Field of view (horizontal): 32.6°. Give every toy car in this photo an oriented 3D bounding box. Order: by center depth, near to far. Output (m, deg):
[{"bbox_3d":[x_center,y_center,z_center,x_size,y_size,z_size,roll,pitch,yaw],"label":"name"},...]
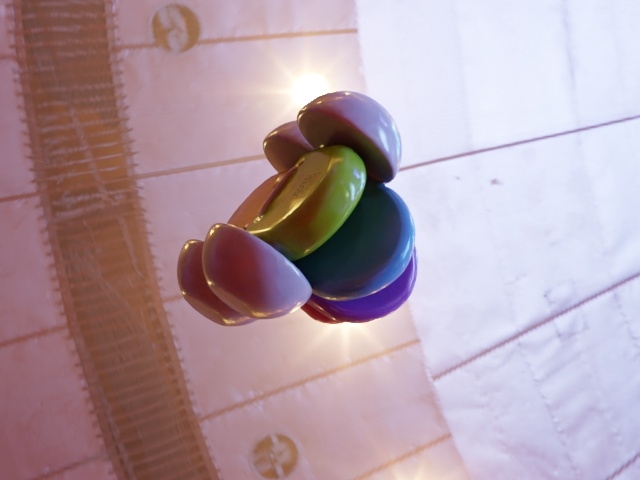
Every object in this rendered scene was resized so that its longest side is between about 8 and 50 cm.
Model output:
[{"bbox_3d":[0.000,0.000,0.734,0.136,0.182,0.159,39,-108,-10],"label":"toy car"}]
